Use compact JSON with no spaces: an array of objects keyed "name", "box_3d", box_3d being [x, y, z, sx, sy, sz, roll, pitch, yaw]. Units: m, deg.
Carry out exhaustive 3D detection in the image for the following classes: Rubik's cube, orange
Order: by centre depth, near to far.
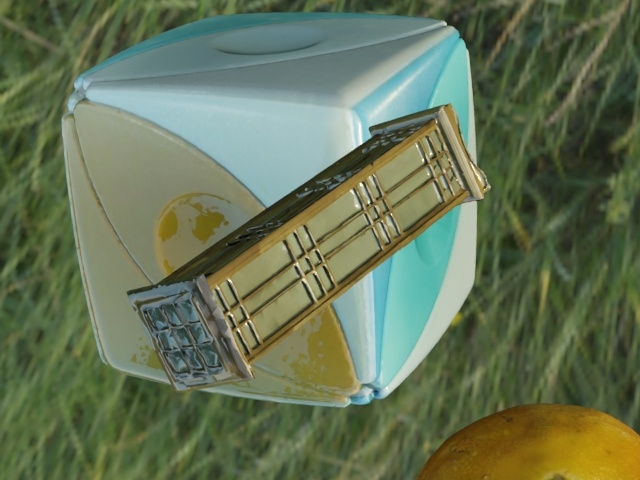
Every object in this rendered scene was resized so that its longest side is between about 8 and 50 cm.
[{"name":"orange","box_3d":[0.174,0.244,1.311,0.240,0.240,0.240,8,135,9]},{"name":"Rubik's cube","box_3d":[-0.040,-0.047,1.844,0.352,0.351,0.347,5,112,26]}]

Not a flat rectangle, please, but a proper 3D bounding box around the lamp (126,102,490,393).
[{"name":"lamp","box_3d":[0.000,0.000,1.317,0.089,0.325,0.090,-14,107,46]}]
